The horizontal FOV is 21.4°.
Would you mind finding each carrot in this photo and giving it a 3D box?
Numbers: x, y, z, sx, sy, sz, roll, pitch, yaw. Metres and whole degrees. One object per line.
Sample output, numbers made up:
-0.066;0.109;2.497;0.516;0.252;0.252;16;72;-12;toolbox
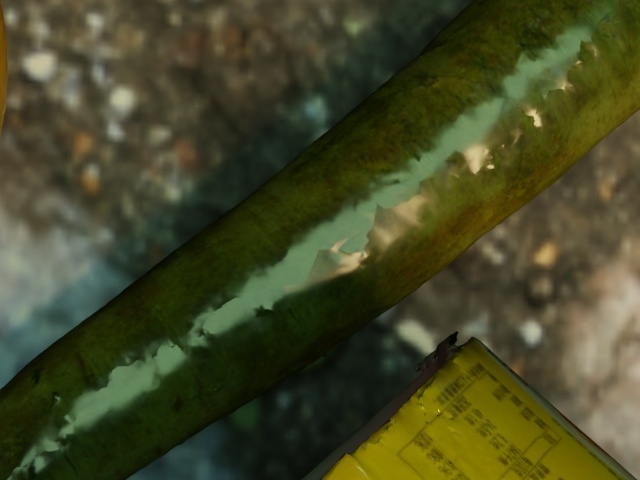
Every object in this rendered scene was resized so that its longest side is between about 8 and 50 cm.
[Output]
0.000;0.000;0.609;0.358;0.074;0.074;-38;93;-12;carrot

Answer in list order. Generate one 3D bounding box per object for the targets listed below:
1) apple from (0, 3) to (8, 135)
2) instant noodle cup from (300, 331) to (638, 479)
-0.252;-0.108;0.459;0.346;0.254;0.179;15;67;1;apple
0.036;0.170;0.516;0.264;0.264;0.200;-42;85;-13;instant noodle cup
